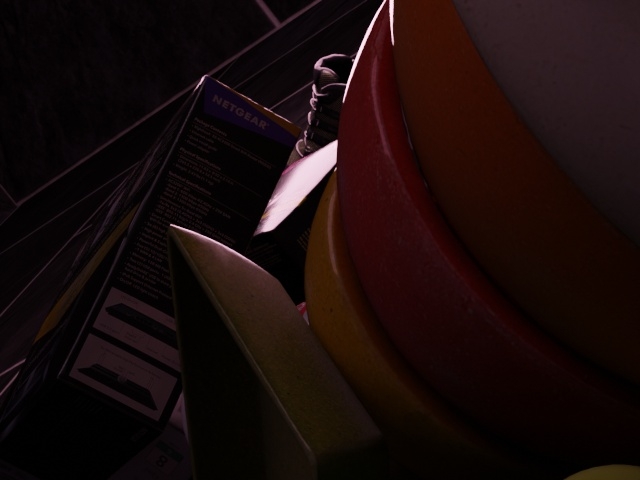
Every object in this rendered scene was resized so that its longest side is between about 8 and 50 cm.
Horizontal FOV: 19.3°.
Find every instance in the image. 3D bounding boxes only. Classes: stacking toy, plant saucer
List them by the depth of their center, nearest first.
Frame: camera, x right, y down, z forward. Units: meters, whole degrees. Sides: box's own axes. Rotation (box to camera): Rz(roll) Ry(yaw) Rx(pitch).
[{"bbox_3d":[0.099,0.006,0.864,0.480,0.350,0.350,-48,1,46],"label":"stacking toy"},{"bbox_3d":[-0.013,0.109,0.868,0.045,0.188,0.188,-16,37,-16],"label":"plant saucer"}]

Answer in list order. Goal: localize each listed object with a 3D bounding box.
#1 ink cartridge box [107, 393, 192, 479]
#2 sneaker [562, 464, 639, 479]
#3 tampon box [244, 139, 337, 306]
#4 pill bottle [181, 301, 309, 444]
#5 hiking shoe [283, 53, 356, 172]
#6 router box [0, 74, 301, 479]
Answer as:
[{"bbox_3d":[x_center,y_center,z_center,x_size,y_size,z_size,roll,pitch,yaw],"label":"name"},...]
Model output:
[{"bbox_3d":[-0.136,0.173,1.431,0.224,0.056,0.181,-53,4,27],"label":"ink cartridge box"},{"bbox_3d":[0.039,0.205,0.686,0.295,0.109,0.123,-42,-17,2],"label":"sneaker"},{"bbox_3d":[0.000,0.000,1.501,0.120,0.101,0.161,-25,18,48],"label":"tampon box"},{"bbox_3d":[0.008,0.087,1.141,0.180,0.108,0.108,-26,17,44],"label":"pill bottle"},{"bbox_3d":[0.021,-0.130,1.897,0.227,0.114,0.086,-32,13,28],"label":"hiking shoe"},{"bbox_3d":[-0.140,0.052,1.351,0.243,0.081,0.309,-67,11,-25],"label":"router box"}]
